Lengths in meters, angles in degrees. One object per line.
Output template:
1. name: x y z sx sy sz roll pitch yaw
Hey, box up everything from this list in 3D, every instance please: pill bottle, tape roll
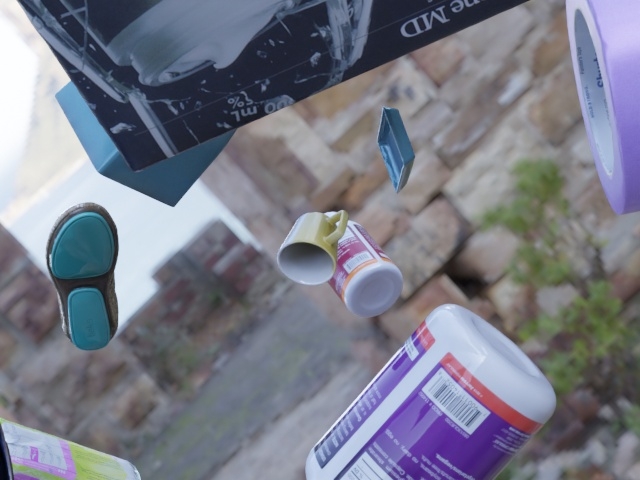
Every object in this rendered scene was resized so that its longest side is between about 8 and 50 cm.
1. pill bottle: 0.041 0.028 2.043 0.086 0.086 0.152 -42 43 4
2. pill bottle: 0.109 0.242 1.761 0.323 0.181 0.181 -50 9 11
3. tape roll: 0.338 -0.170 1.647 0.090 0.275 0.275 -12 14 3

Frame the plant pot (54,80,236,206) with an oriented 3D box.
1. plant pot: -0.206 -0.201 2.083 0.234 0.165 0.165 -44 -35 16

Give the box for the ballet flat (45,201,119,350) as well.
1. ballet flat: -0.233 0.022 1.493 0.206 0.073 0.067 100 164 -45

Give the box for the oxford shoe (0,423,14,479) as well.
1. oxford shoe: -0.439 0.168 1.792 0.130 0.364 0.132 -28 16 -28

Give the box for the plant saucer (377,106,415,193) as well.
1. plant saucer: 0.083 -0.098 1.665 0.018 0.067 0.192 -19 -7 -3

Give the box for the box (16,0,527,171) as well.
1. box: -0.073 -0.388 1.339 0.479 0.472 0.297 -23 48 7

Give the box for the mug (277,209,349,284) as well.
1. mug: -0.001 0.003 1.593 0.078 0.062 0.064 -6 38 20

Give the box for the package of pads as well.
1. package of pads: -0.432 0.384 2.252 0.229 0.296 0.101 -38 48 22
